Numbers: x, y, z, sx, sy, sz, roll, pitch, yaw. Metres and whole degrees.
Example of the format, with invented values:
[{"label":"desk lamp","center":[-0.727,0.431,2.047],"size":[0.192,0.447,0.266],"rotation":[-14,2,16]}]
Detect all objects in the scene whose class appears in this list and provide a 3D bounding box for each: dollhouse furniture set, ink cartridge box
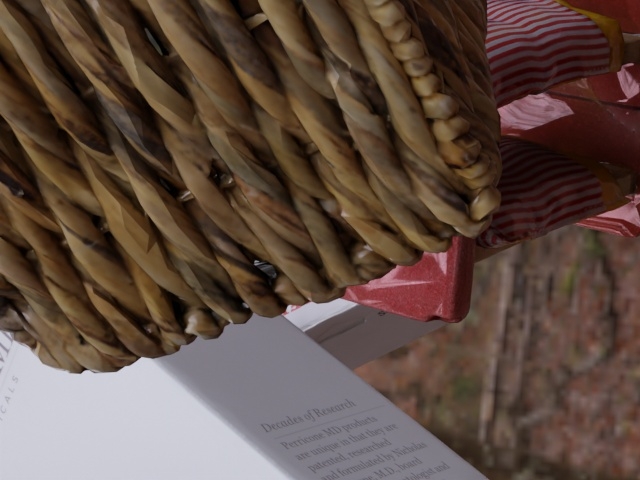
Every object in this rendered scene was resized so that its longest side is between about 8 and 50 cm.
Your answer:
[{"label":"dollhouse furniture set","center":[0.182,-0.038,0.768],"size":[0.201,0.374,0.152],"rotation":[-22,-62,-49]},{"label":"ink cartridge box","center":[0.000,0.000,1.384],"size":[0.092,0.160,0.219],"rotation":[45,-156,-49]}]

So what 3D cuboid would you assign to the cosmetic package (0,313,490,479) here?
[{"label":"cosmetic package","center":[-0.048,0.202,1.121],"size":[0.161,0.453,0.230],"rotation":[-8,-52,-52]}]

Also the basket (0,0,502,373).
[{"label":"basket","center":[-0.086,-0.134,0.568],"size":[0.299,0.213,0.223],"rotation":[59,-161,-29]}]
